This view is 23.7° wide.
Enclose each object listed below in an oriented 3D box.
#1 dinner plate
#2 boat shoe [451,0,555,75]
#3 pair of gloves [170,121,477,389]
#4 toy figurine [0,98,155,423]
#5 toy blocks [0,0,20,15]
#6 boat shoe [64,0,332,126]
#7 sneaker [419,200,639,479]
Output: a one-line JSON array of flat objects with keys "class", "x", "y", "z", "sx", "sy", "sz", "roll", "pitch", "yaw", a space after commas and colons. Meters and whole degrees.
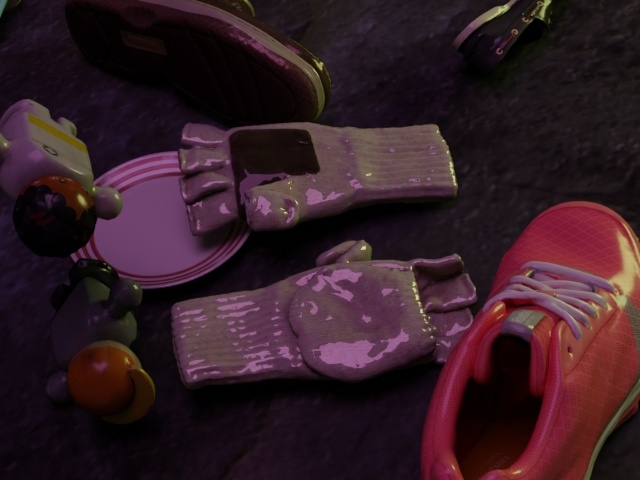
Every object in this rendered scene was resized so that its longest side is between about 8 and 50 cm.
[{"class": "dinner plate", "x": -0.115, "y": -0.013, "z": 1.108, "sx": 0.141, "sy": 0.017, "sz": 0.141, "roll": -5, "pitch": 47, "yaw": 5}, {"class": "boat shoe", "x": 0.159, "y": -0.172, "z": 1.198, "sx": 0.042, "sy": 0.049, "sz": 0.133, "roll": 45, "pitch": 56, "yaw": 9}, {"class": "pair of gloves", "x": 0.000, "y": 0.000, "z": 1.044, "sx": 0.204, "sy": 0.042, "sz": 0.240, "roll": -2, "pitch": 47, "yaw": -1}, {"class": "toy figurine", "x": -0.217, "y": 0.033, "z": 0.948, "sx": 0.210, "sy": 0.213, "sz": 0.148, "roll": -12, "pitch": 33, "yaw": -8}, {"class": "toy blocks", "x": -0.315, "y": -0.237, "z": 1.333, "sx": 0.123, "sy": 0.054, "sz": 0.148, "roll": -2, "pitch": 46, "yaw": 7}, {"class": "boat shoe", "x": -0.083, "y": -0.166, "z": 1.200, "sx": 0.257, "sy": 0.095, "sz": 0.095, "roll": 26, "pitch": 50, "yaw": 30}, {"class": "sneaker", "x": 0.135, "y": 0.072, "z": 0.899, "sx": 0.116, "sy": 0.136, "sz": 0.313, "roll": 10, "pitch": 49, "yaw": 18}]
